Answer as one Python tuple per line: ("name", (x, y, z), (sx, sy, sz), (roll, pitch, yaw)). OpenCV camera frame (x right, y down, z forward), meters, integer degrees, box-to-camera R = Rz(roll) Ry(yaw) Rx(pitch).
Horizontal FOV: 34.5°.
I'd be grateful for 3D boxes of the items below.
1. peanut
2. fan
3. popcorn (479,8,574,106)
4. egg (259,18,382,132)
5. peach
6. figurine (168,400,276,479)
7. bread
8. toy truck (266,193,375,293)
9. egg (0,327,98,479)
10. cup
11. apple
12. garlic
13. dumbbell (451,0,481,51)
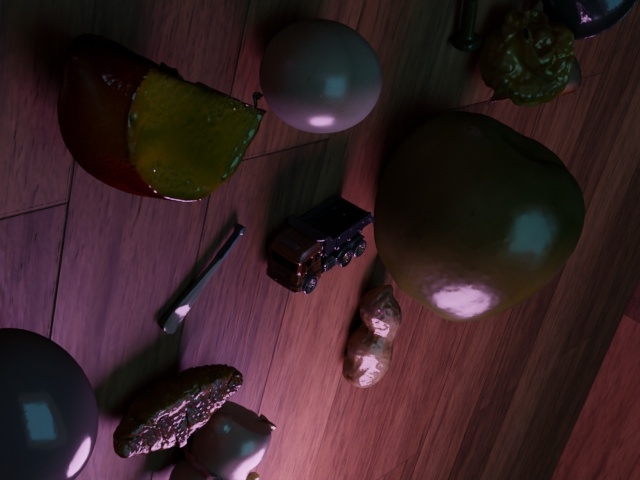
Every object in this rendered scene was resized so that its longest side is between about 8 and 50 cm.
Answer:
("peanut", (0.102, 0.181, 1.970), (0.104, 0.085, 0.228), (-14, 127, -47))
("fan", (-0.171, 0.055, 1.511), (0.193, 0.016, 0.038), (-53, 153, -7))
("popcorn", (0.367, -0.322, 1.828), (0.180, 0.180, 0.170), (-49, 179, -15))
("egg", (0.005, -0.219, 1.385), (0.209, 0.151, 0.151), (-7, 124, -64))
("peach", (-0.206, -0.129, 1.137), (0.267, 0.158, 0.154), (10, 98, -61))
("figurine", (-0.182, 0.388, 1.707), (0.236, 0.127, 0.155), (-57, 161, 8))
("bread", (-0.222, 0.253, 1.556), (0.233, 0.076, 0.105), (-29, 128, -31))
("toy truck", (0.000, 0.000, 1.649), (0.192, 0.083, 0.092), (-35, 144, -37))
("egg", (-0.353, 0.201, 1.207), (0.176, 0.176, 0.232), (-40, 147, -29))
("cup", (0.449, -0.476, 1.813), (0.150, 0.199, 0.199), (31, 91, -43))
("apple", (0.260, -0.038, 1.757), (0.357, 0.357, 0.357), (-37, 144, -33))
("garlic", (0.422, -0.327, 1.970), (0.206, 0.128, 0.115), (-19, 111, -40))
("dumbbell", (0.247, -0.373, 1.711), (0.052, 0.046, 0.118), (-32, 141, -29))
